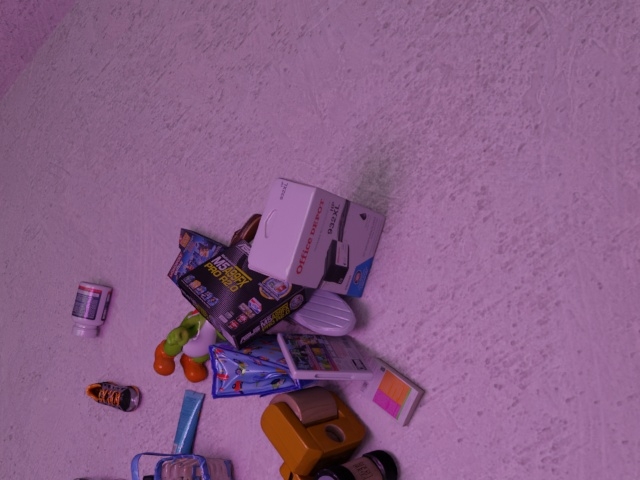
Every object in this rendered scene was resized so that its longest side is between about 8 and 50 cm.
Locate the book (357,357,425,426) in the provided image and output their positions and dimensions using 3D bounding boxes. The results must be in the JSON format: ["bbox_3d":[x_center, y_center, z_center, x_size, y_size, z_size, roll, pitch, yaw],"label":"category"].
[{"bbox_3d":[0.162,0.353,1.458,0.144,0.035,0.096,33,102,37],"label":"book"}]

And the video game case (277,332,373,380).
[{"bbox_3d":[0.006,0.269,1.451,0.201,0.183,0.023,-130,47,-68],"label":"video game case"}]

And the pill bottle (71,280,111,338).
[{"bbox_3d":[-0.788,0.237,2.127,0.108,0.108,0.180,9,84,37],"label":"pill bottle"}]

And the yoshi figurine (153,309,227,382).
[{"bbox_3d":[-0.301,0.263,1.711,0.203,0.203,0.362,42,113,2],"label":"yoshi figurine"}]

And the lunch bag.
[{"bbox_3d":[-0.089,0.305,1.525,0.293,0.221,0.138,-5,88,33],"label":"lunch bag"}]

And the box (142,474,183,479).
[{"bbox_3d":[-0.432,0.783,1.771,0.175,0.051,0.220,-14,72,34],"label":"box"}]

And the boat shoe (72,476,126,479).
[{"bbox_3d":[-0.696,0.796,1.929,0.319,0.099,0.116,-7,75,35],"label":"boat shoe"}]

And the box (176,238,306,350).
[{"bbox_3d":[-0.202,0.128,1.574,0.216,0.060,0.270,-34,48,-24],"label":"box"}]

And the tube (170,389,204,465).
[{"bbox_3d":[-0.389,0.542,1.804,0.080,0.052,0.207,3,76,32],"label":"tube"}]

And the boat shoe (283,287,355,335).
[{"bbox_3d":[-0.026,0.180,1.599,0.302,0.094,0.109,17,63,39],"label":"boat shoe"}]

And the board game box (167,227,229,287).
[{"bbox_3d":[-0.381,0.055,1.906,0.194,0.060,0.194,39,102,37],"label":"board game box"}]

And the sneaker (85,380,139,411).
[{"bbox_3d":[-0.663,0.499,1.989,0.215,0.083,0.084,0,77,35],"label":"sneaker"}]

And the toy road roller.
[{"bbox_3d":[-0.012,0.527,1.442,0.329,0.202,0.240,48,118,32],"label":"toy road roller"}]

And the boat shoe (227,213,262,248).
[{"bbox_3d":[-0.230,0.006,1.800,0.073,0.073,0.207,39,102,34],"label":"boat shoe"}]

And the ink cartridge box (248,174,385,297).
[{"bbox_3d":[0.000,0.000,1.486,0.129,0.307,0.223,18,90,38],"label":"ink cartridge box"}]

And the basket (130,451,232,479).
[{"bbox_3d":[-0.361,0.674,1.595,0.201,0.289,0.254,-18,66,26],"label":"basket"}]

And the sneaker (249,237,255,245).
[{"bbox_3d":[-0.185,0.090,1.753,0.094,0.080,0.212,40,112,30],"label":"sneaker"}]
